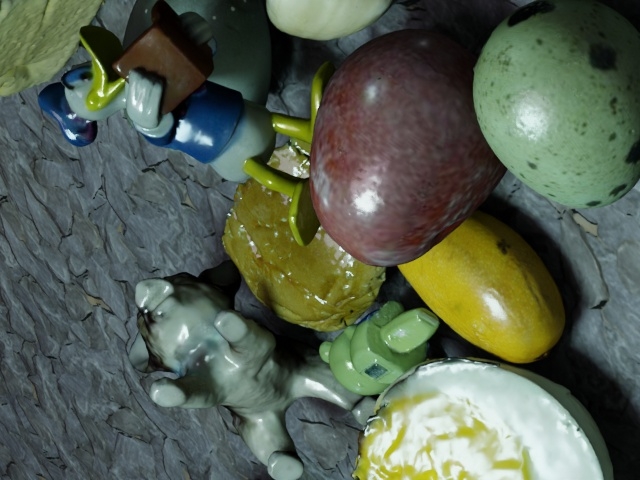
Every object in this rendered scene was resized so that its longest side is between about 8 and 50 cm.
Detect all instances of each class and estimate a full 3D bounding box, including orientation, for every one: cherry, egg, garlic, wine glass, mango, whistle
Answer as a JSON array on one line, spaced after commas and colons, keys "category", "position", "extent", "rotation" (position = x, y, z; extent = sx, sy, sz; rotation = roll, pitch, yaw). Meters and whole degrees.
[{"category": "cherry", "position": [0.095, -0.112, 1.722], "extent": [0.213, 0.285, 0.236], "rotation": [30, 176, 26]}, {"category": "egg", "position": [0.243, -0.127, 1.581], "extent": [0.177, 0.177, 0.228], "rotation": [12, 137, 45]}, {"category": "garlic", "position": [0.007, -0.302, 1.786], "extent": [0.245, 0.145, 0.164], "rotation": [120, 144, -53]}, {"category": "wine glass", "position": [-0.142, -0.269, 1.914], "extent": [0.190, 0.190, 0.357], "rotation": [37, 142, 25]}, {"category": "mango", "position": [0.172, 0.031, 1.849], "extent": [0.262, 0.109, 0.157], "rotation": [48, 155, 17]}, {"category": "whistle", "position": [0.078, 0.127, 1.974], "extent": [0.105, 0.085, 0.227], "rotation": [32, 147, -9]}, {"category": "egg", "position": [0.208, 0.281, 1.915], "extent": [0.337, 0.201, 0.337], "rotation": [5, 102, 24]}]

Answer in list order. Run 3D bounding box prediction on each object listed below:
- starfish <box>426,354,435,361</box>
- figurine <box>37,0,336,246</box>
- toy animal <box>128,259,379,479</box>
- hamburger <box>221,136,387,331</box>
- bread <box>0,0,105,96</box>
[{"category": "starfish", "position": [0.144, 0.187, 2.066], "extent": [0.210, 0.053, 0.150], "rotation": [14, 140, 39]}, {"category": "figurine", "position": [-0.174, -0.141, 1.792], "extent": [0.338, 0.204, 0.283], "rotation": [6, 159, 23]}, {"category": "toy animal", "position": [-0.128, 0.147, 2.148], "extent": [0.344, 0.194, 0.303], "rotation": [41, -179, -37]}, {"category": "hamburger", "position": [0.000, 0.000, 2.006], "extent": [0.211, 0.132, 0.309], "rotation": [51, 143, 12]}, {"category": "bread", "position": [-0.490, -0.390, 2.161], "extent": [0.371, 0.279, 0.390], "rotation": [52, 142, 3]}]
